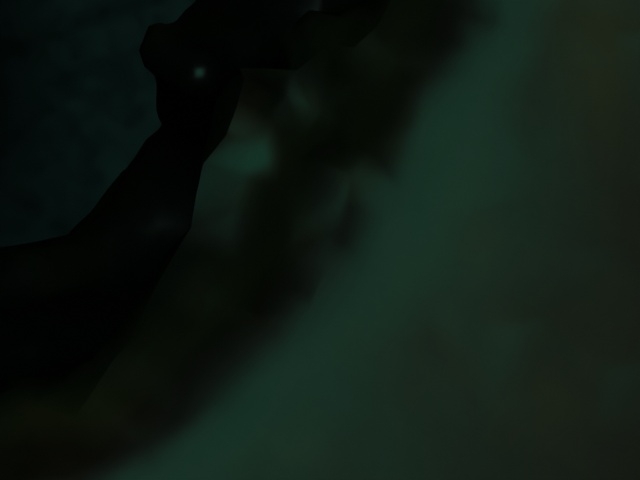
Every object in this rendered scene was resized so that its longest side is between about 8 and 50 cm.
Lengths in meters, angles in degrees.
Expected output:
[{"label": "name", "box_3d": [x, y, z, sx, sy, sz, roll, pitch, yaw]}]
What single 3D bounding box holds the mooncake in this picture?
[{"label": "mooncake", "box_3d": [0.000, 0.000, 0.576, 0.394, 0.246, 0.393, -17, 80, -4]}]
